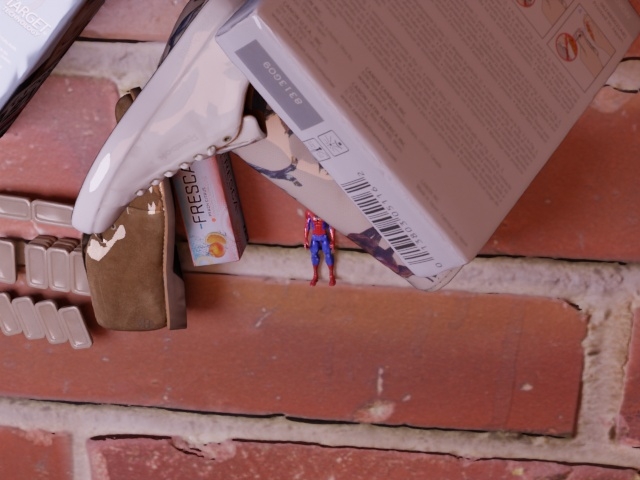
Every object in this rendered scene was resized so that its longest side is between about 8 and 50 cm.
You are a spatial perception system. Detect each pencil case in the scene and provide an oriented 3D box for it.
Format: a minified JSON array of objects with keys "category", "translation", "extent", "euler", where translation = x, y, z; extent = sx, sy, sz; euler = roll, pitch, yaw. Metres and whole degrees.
[{"category":"pencil case","translation":[0.009,-0.128,1.326],"extent":[0.410,0.160,0.183],"euler":[36,93,-9]}]

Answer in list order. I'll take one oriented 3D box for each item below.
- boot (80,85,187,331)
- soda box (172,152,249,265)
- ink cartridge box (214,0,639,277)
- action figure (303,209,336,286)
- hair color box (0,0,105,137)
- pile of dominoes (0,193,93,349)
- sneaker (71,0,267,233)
[{"category":"boot","translation":[-0.222,-0.025,1.421],"extent":[0.115,0.112,0.305],"euler":[-6,117,-8]},{"category":"soda box","translation":[-0.133,-0.066,1.427],"extent":[0.058,0.063,0.183],"euler":[-6,113,11]},{"category":"ink cartridge box","translation":[0.123,-0.205,1.215],"extent":[0.308,0.385,0.091],"euler":[48,149,-15]},{"category":"action figure","translation":[0.000,0.000,1.460],"extent":[0.038,0.030,0.115],"euler":[1,113,13]},{"category":"hair color box","translation":[-0.312,-0.243,1.300],"extent":[0.113,0.185,0.374],"euler":[39,114,-10]},{"category":"pile of dominoes","translation":[-0.390,0.025,1.533],"extent":[0.251,0.040,0.196],"euler":[9,116,13]},{"category":"sneaker","translation":[-0.129,-0.100,1.202],"extent":[0.123,0.106,0.290],"euler":[37,106,-7]}]
